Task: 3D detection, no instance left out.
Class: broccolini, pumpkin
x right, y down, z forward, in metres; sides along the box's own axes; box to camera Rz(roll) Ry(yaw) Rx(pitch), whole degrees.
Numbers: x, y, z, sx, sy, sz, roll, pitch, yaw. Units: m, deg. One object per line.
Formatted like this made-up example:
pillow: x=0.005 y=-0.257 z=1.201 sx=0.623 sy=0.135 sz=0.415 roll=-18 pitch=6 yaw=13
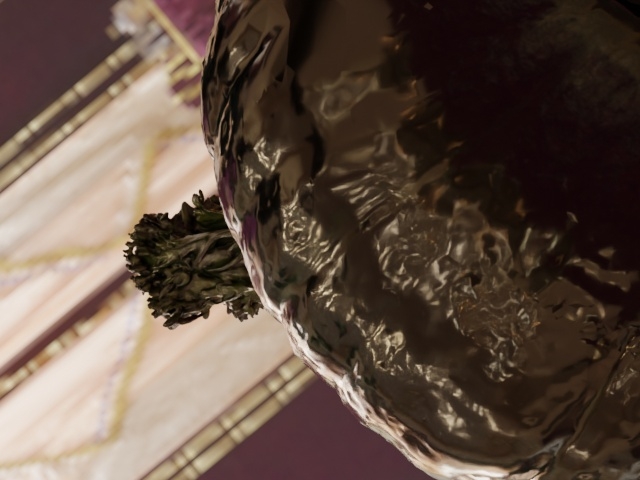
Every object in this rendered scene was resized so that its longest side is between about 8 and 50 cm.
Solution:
broccolini: x=-0.004 y=-0.013 z=0.838 sx=0.074 sy=0.201 sz=0.058 roll=-5 pitch=-106 yaw=-45
pumpkin: x=0.066 y=-0.022 z=0.478 sx=0.202 sy=0.202 sz=0.140 roll=52 pitch=141 yaw=18
